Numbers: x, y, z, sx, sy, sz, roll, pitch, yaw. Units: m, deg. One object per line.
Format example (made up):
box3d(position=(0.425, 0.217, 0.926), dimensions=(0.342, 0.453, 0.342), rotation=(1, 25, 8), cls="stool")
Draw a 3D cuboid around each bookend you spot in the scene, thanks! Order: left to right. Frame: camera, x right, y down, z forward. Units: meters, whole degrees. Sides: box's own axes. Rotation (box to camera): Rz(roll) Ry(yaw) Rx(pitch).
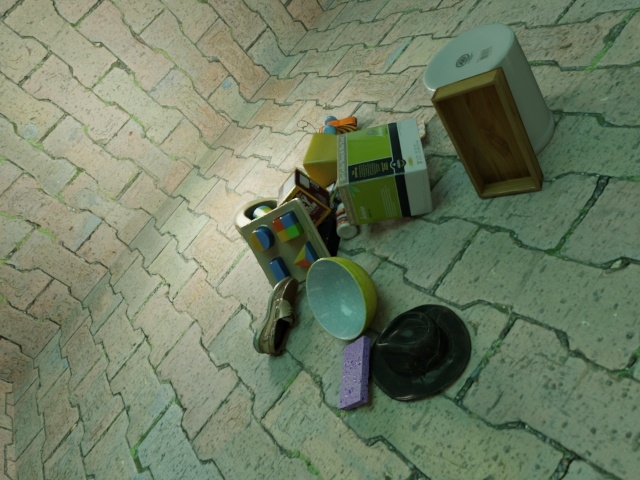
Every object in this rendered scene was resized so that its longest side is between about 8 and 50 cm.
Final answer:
box3d(position=(0.000, 0.000, 1.962), dimensions=(0.157, 0.072, 0.156), rotation=(-18, 44, 35), cls="bookend")

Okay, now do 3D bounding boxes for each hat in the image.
box3d(position=(0.260, 0.304, 1.359), dimensions=(0.331, 0.134, 0.331), rotation=(-26, 41, 26), cls="hat")

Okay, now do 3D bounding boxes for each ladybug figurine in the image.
box3d(position=(-0.235, -0.073, 2.151), dimensions=(0.305, 0.162, 0.449), rotation=(-26, 31, -20), cls="ladybug figurine")

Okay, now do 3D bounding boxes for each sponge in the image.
box3d(position=(0.108, 0.419, 1.455), dimensions=(0.117, 0.031, 0.210), rotation=(-43, 30, 45), cls="sponge")

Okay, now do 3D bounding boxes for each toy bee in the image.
box3d(position=(0.053, -0.570, 2.416), dimensions=(0.298, 0.162, 0.195), rotation=(17, 58, 25), cls="toy bee")

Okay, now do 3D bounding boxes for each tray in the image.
box3d(position=(0.528, -0.317, 1.438), dimensions=(0.203, 0.411, 0.076), rotation=(-6, 44, 42), cls="tray")

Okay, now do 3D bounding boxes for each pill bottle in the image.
box3d(position=(0.106, -0.086, 1.925), dimensions=(0.086, 0.086, 0.152), rotation=(-28, 40, 23), cls="pill bottle")

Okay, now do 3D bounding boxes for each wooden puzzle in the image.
box3d(position=(-0.149, 0.035, 1.884), dimensions=(0.348, 0.322, 0.080), rotation=(-24, 9, 31), cls="wooden puzzle")

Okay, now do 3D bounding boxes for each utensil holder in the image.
box3d(position=(0.571, -0.479, 1.577), dimensions=(0.327, 0.385, 0.327), rotation=(-28, 39, 25), cls="utensil holder")

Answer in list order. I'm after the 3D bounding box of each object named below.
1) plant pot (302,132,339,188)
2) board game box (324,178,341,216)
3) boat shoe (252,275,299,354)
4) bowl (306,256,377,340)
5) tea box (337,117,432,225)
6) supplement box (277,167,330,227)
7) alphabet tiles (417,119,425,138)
box3d(position=(0.066, -0.369, 2.153), dimensions=(0.187, 0.212, 0.212), rotation=(-1, 54, 28), cls="plant pot")
box3d(position=(0.040, -0.182, 2.086), dimensions=(0.141, 0.048, 0.170), rotation=(-27, 37, 55), cls="board game box")
box3d(position=(-0.146, 0.296, 1.802), dimensions=(0.116, 0.123, 0.324), rotation=(4, 65, 39), cls="boat shoe")
box3d(position=(0.100, 0.180, 1.589), dimensions=(0.156, 0.289, 0.289), rotation=(-18, 16, -39), cls="bowl")
box3d(position=(0.239, -0.264, 1.771), dimensions=(0.323, 0.220, 0.329), rotation=(-9, 45, 12), cls="tea box")
box3d(position=(-0.071, -0.178, 1.988), dimensions=(0.129, 0.191, 0.194), rotation=(-47, 23, 24), cls="supplement box")
box3d(position=(0.334, -0.435, 2.031), dimensions=(0.278, 0.021, 0.284), rotation=(-25, 27, 27), cls="alphabet tiles")
